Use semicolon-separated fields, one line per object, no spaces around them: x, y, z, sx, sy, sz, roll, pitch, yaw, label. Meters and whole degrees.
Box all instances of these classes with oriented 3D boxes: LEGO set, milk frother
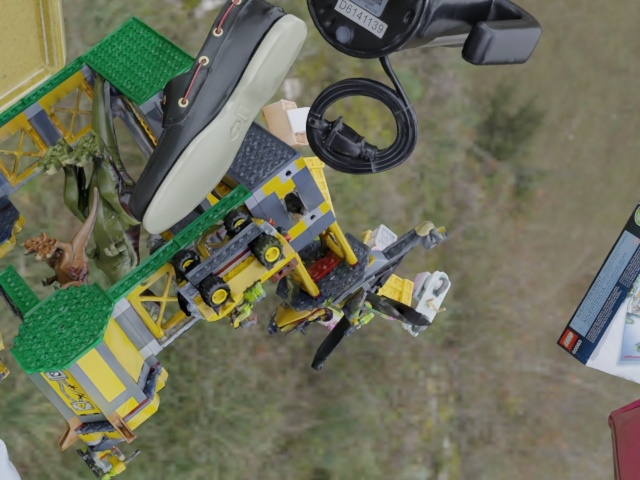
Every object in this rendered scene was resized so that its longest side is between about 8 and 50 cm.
0.000;0.000;1.418;0.287;0.107;0.132;48;50;-16;LEGO set
-0.102;0.021;0.888;0.255;0.331;0.192;-44;132;-17;LEGO set
0.053;-0.126;0.897;0.129;0.143;0.134;51;29;12;milk frother

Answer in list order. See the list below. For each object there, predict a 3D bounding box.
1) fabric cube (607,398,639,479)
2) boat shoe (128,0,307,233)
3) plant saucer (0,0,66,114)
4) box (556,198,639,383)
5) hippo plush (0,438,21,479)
0.306;0.174;0.669;0.254;0.259;0.258;62;12;-3;fabric cube
-0.059;-0.065;0.704;0.133;0.042;0.049;-58;164;-5;boat shoe
-0.305;-0.156;0.996;0.332;0.081;0.333;-41;159;-26;plant saucer
0.345;0.065;1.316;0.233;0.044;0.159;20;103;-40;box
-0.396;0.259;1.266;0.294;0.234;0.236;60;20;-16;hippo plush
